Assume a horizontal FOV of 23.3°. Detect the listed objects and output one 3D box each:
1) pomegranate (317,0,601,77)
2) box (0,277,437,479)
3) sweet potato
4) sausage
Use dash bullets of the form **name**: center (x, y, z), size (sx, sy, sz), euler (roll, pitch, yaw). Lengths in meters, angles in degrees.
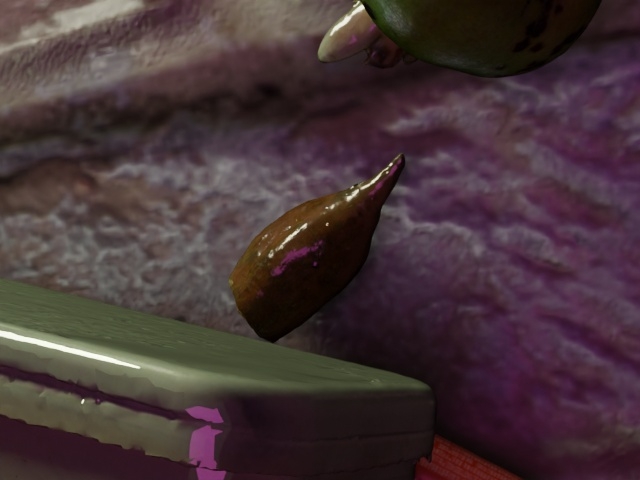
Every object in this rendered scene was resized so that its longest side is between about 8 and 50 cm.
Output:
- **pomegranate**: center (0.056, -0.120, 0.666), size (0.122, 0.122, 0.161), euler (56, 138, 3)
- **box**: center (-0.151, 0.196, 0.707), size (0.351, 0.177, 0.344), euler (11, 94, 29)
- **sweet potato**: center (0.000, 0.000, 0.738), size (0.049, 0.049, 0.117), euler (46, 107, 6)
- **sausage**: center (0.064, 0.119, 0.740), size (0.145, 0.048, 0.050), euler (27, 149, 9)
